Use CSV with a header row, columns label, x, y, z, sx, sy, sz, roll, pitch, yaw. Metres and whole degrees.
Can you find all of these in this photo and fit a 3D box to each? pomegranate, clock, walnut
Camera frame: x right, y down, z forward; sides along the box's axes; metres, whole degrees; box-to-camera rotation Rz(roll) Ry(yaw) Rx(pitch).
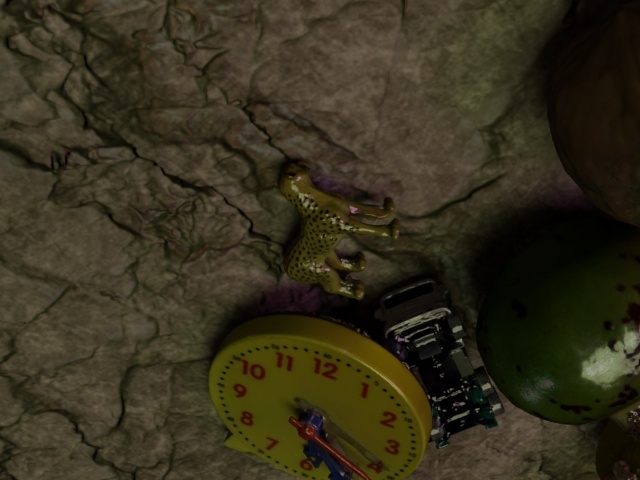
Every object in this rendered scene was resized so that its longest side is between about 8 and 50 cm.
label,x,y,z,sx,sy,sz,roll,pitch,yaw
pomegranate,0.311,0.103,1.263,0.254,0.270,0.254,-32,165,-10
clock,-0.007,0.211,1.331,0.277,0.071,0.294,14,134,13
walnut,0.361,-0.126,1.101,0.227,0.273,0.273,-57,132,-20

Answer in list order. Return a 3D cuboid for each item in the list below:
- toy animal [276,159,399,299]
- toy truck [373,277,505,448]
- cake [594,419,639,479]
label,x,y,z,sx,sy,sz,roll,pitch,yaw
toy animal,0.000,0.000,1.244,0.136,0.073,0.181,12,139,-12
toy truck,0.140,0.147,1.365,0.110,0.116,0.216,-23,123,5
cake,0.503,0.271,1.508,0.156,0.179,0.260,24,118,-30
